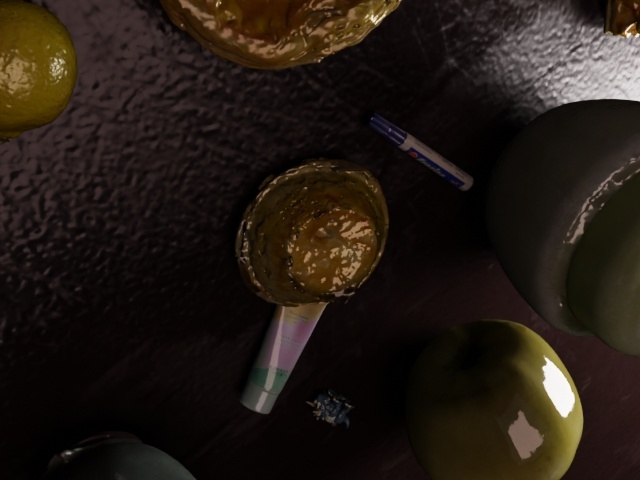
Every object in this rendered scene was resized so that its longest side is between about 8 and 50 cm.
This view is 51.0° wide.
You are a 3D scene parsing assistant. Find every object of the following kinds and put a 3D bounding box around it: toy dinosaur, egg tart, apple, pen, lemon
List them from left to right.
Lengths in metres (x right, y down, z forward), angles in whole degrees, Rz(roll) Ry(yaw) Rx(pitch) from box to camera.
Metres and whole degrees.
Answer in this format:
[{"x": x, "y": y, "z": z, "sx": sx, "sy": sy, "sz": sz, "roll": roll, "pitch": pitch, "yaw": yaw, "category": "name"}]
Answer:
[{"x": -0.275, "y": -0.151, "z": 0.598, "sx": 0.109, "sy": 0.109, "sz": 0.133, "roll": 4, "pitch": 105, "yaw": -30, "category": "lemon"}, {"x": -0.039, "y": -0.309, "z": 0.643, "sx": 0.295, "sy": 0.116, "sz": 0.294, "roll": -12, "pitch": 125, "yaw": -17, "category": "egg tart"}, {"x": 0.001, "y": 0.000, "z": 0.833, "sx": 0.213, "sy": 0.090, "sz": 0.212, "roll": -9, "pitch": 113, "yaw": -23, "category": "egg tart"}, {"x": 0.018, "y": 0.252, "z": 0.997, "sx": 0.083, "sy": 0.030, "sz": 0.047, "roll": 31, "pitch": 96, "yaw": -35, "category": "toy dinosaur"}, {"x": 0.133, "y": -0.116, "z": 0.889, "sx": 0.204, "sy": 0.025, "sz": 0.025, "roll": 26, "pitch": 99, "yaw": -35, "category": "pen"}, {"x": 0.254, "y": 0.252, "z": 0.997, "sx": 0.263, "sy": 0.262, "sz": 0.262, "roll": -12, "pitch": 118, "yaw": -24, "category": "apple"}]

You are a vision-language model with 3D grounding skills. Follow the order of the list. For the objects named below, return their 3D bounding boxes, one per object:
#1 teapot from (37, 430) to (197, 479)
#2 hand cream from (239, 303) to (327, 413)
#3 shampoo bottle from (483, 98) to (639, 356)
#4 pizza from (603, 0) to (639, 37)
[{"x": -0.203, "y": 0.381, "z": 0.775, "sx": 0.233, "sy": 0.312, "sz": 0.314, "roll": -32, "pitch": 136, "yaw": -13, "category": "teapot"}, {"x": -0.054, "y": 0.145, "z": 0.904, "sx": 0.076, "sy": 0.047, "sz": 0.174, "roll": 25, "pitch": 90, "yaw": -32, "category": "hand cream"}, {"x": 0.394, "y": -0.029, "z": 0.906, "sx": 0.323, "sy": 0.317, "sz": 0.322, "roll": -13, "pitch": 128, "yaw": -18, "category": "shampoo bottle"}, {"x": 0.513, "y": -0.426, "z": 0.919, "sx": 0.258, "sy": 0.087, "sz": 0.268, "roll": -20, "pitch": 119, "yaw": -23, "category": "pizza"}]
